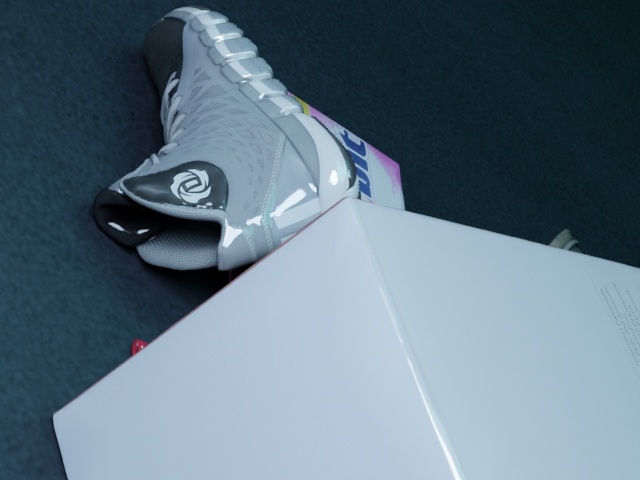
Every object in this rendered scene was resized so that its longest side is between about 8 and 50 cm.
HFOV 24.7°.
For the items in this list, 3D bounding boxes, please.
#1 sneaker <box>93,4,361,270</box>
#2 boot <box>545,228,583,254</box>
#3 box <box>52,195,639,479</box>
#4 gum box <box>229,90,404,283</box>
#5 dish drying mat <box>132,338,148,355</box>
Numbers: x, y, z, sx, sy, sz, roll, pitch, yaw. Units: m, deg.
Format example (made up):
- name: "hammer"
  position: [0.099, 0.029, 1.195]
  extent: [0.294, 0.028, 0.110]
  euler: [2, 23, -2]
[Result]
- name: "sneaker"
  position: [-0.085, -0.058, 0.861]
  extent: [0.132, 0.086, 0.229]
  euler: [-25, 43, -20]
- name: "boot"
  position: [0.236, 0.090, 1.087]
  extent: [0.208, 0.076, 0.189]
  euler: [48, 10, 15]
- name: "box"
  position: [0.074, 0.125, 0.762]
  extent: [0.345, 0.215, 0.168]
  euler: [12, 50, -50]
- name: "gum box"
  position: [0.000, 0.000, 0.935]
  extent: [0.107, 0.062, 0.188]
  euler: [32, 37, -33]
- name: "dish drying mat"
  position: [-0.070, 0.079, 0.812]
  extent: [0.083, 0.008, 0.032]
  euler: [24, 41, -41]
